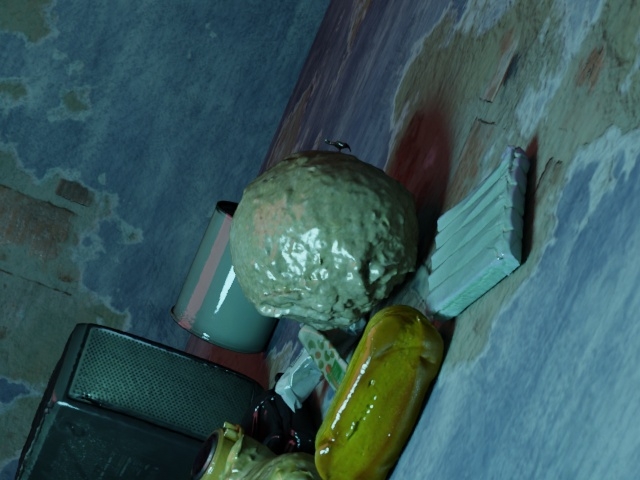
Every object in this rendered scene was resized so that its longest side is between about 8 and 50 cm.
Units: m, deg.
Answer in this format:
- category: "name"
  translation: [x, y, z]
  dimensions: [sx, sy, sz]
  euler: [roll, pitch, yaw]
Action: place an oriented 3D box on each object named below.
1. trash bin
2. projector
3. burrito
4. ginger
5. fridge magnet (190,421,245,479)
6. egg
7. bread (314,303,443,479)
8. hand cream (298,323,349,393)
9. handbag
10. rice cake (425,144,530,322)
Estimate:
- category: "trash bin"
  translation: [-0.169, 0.077, 2.405]
  dimensions: [0.262, 0.217, 0.277]
  euler: [-66, 17, 9]
- category: "projector"
  translation: [-0.367, 0.401, 2.259]
  dimensions: [0.242, 0.405, 0.395]
  euler: [-80, 16, -44]
- category: "burrito"
  translation: [0.002, 0.177, 1.786]
  dimensions: [0.203, 0.064, 0.064]
  euler: [-52, 16, 14]
- category: "ginger"
  translation: [-0.065, 0.366, 1.628]
  dimensions: [0.138, 0.152, 0.267]
  euler: [-45, 21, -23]
- category: "fridge magnet"
  translation: [-0.166, 0.363, 1.857]
  dimensions: [0.143, 0.063, 0.143]
  euler: [-53, 18, 26]
- category: "egg"
  translation: [0.000, 0.000, 1.664]
  dimensions: [0.310, 0.279, 0.279]
  euler: [-10, 58, 55]
- category: "bread"
  translation: [0.069, 0.196, 1.414]
  dimensions: [0.094, 0.102, 0.245]
  euler: [-110, 44, -76]
- category: "hand cream"
  translation: [0.013, 0.180, 1.708]
  dimensions: [0.165, 0.037, 0.057]
  euler: [53, 127, 38]
- category: "handbag"
  translation: [-0.087, 0.359, 1.885]
  dimensions: [0.244, 0.088, 0.275]
  euler: [-62, 11, 11]
- category: "rice cake"
  translation: [0.190, -0.004, 1.375]
  dimensions: [0.198, 0.037, 0.189]
  euler: [126, 161, -50]
